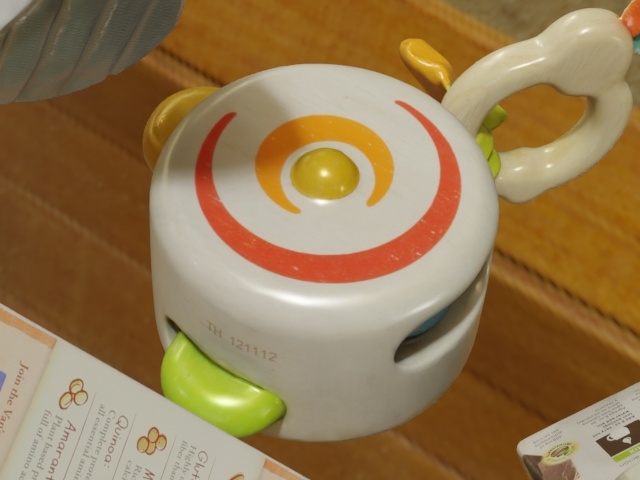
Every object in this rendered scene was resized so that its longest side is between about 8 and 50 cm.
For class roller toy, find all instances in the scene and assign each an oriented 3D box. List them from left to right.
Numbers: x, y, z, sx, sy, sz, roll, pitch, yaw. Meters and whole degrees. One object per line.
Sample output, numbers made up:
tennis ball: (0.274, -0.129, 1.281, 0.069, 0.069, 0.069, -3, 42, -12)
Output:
roller toy: (0.000, 0.000, 0.934, 0.146, 0.191, 0.209, 94, 169, -51)

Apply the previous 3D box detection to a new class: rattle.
rattle: (0.151, -0.126, 1.056, 0.130, 0.142, 0.199, 27, 125, -19)

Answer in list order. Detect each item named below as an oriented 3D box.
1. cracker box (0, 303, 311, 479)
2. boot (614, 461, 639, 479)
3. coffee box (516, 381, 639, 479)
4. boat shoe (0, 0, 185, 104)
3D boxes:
cracker box: (-0.114, 0.065, 0.498, 0.156, 0.067, 0.232, 2, 156, 41)
boot: (0.225, 0.108, 0.548, 0.244, 0.088, 0.176, -45, 65, 45)
coffee box: (0.236, 0.214, 0.963, 0.168, 0.119, 0.297, 66, 175, -17)
boat shoe: (-0.110, -0.150, 0.755, 0.302, 0.109, 0.094, -37, 66, 59)
